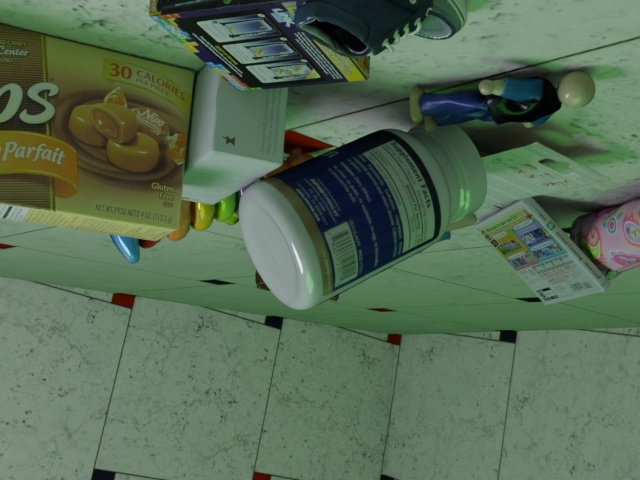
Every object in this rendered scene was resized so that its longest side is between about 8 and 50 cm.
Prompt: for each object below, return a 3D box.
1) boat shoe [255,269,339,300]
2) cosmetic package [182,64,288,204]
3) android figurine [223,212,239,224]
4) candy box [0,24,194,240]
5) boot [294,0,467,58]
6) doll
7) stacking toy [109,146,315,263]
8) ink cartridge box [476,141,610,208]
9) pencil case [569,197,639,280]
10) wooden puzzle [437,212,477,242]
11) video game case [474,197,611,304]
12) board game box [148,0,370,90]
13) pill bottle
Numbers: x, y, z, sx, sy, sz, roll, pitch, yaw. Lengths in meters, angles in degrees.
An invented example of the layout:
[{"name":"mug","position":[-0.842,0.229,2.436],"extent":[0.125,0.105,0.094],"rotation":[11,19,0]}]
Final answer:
[{"name":"boat shoe","position":[-0.059,0.110,2.110],"extent":[0.123,0.119,0.324],"rotation":[12,167,-33]},{"name":"cosmetic package","position":[-0.116,-0.120,0.972],"extent":[0.086,0.117,0.231],"rotation":[9,169,-25]},{"name":"android figurine","position":[-0.255,-0.070,1.445],"extent":[0.248,0.056,0.273],"rotation":[-1,170,26]},{"name":"candy box","position":[-0.300,-0.115,0.888],"extent":[0.317,0.182,0.087],"rotation":[9,167,-24]},{"name":"boot","position":[0.049,-0.177,0.685],"extent":[0.190,0.086,0.069],"rotation":[15,165,-42]},{"name":"doll","position":[0.190,-0.146,0.898],"extent":[0.189,0.046,0.129],"rotation":[-2,168,30]},{"name":"stacking toy","position":[-0.143,-0.082,1.160],"extent":[0.302,0.175,0.166],"rotation":[-9,-167,-17]},{"name":"ink cartridge box","position":[0.234,-0.099,1.130],"extent":[0.181,0.056,0.225],"rotation":[15,159,-42]},{"name":"pencil case","position":[0.485,-0.009,1.297],"extent":[0.124,0.124,0.284],"rotation":[7,168,-11]},{"name":"wooden puzzle","position":[0.097,-0.009,1.333],"extent":[0.221,0.044,0.239],"rotation":[-14,-171,-16]},{"name":"video game case","position":[0.364,0.021,1.434],"extent":[0.193,0.023,0.212],"rotation":[47,166,1]},{"name":"board game box","position":[-0.047,-0.190,0.762],"extent":[0.141,0.048,0.170],"rotation":[-2,167,20]},{"name":"pill bottle","position":[0.053,-0.039,0.988],"extent":[0.265,0.153,0.153],"rotation":[-25,-178,-24]}]
